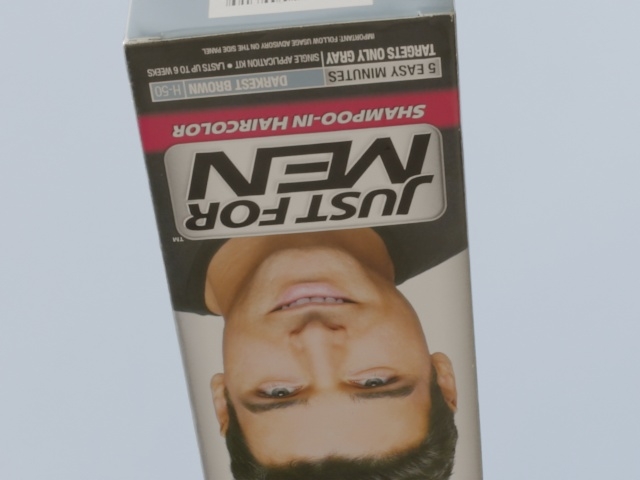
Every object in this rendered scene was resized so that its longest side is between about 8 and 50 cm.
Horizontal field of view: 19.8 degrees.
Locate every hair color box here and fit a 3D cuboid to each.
[{"bbox_3d":[0.000,0.000,1.137,0.113,0.185,0.374,-91,-5,-52],"label":"hair color box"}]
